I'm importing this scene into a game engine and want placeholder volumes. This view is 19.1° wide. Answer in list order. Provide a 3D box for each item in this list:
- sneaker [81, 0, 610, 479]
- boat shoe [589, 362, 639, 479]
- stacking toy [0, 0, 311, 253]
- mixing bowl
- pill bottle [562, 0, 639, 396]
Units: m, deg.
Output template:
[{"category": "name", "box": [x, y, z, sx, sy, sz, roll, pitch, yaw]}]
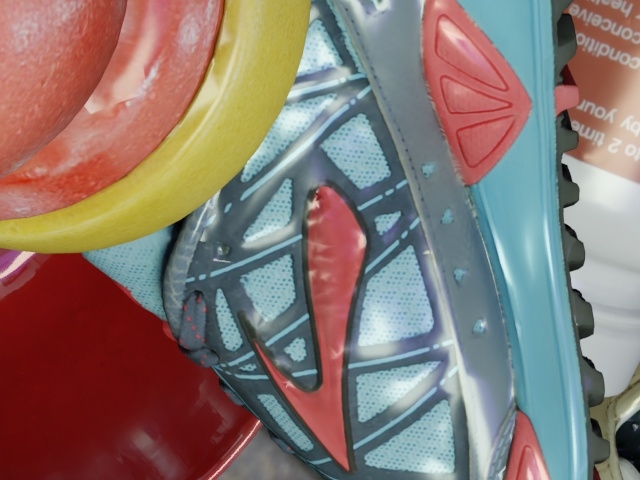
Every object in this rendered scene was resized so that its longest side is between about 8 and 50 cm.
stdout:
[{"category": "sneaker", "box": [0.000, 0.000, 0.492, 0.125, 0.104, 0.262, -9, 112, -4]}, {"category": "boat shoe", "box": [0.098, 0.088, 0.673, 0.113, 0.103, 0.302, 33, 96, -33]}, {"category": "stacking toy", "box": [-0.186, -0.010, 0.394, 0.279, 0.130, 0.309, 31, 102, 8]}, {"category": "mixing bowl", "box": [-0.101, -0.005, 0.539, 0.181, 0.098, 0.181, -11, 116, -23]}, {"category": "pill bottle", "box": [0.098, -0.067, 0.592, 0.121, 0.121, 0.216, 15, 105, -30]}]
